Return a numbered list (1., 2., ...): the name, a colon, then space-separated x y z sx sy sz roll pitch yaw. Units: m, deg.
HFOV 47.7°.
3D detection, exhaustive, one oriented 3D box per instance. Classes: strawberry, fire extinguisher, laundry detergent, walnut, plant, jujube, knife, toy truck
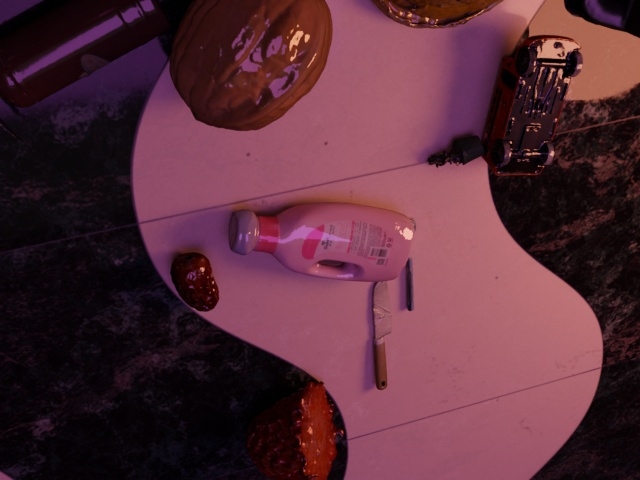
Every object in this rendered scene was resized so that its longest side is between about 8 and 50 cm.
1. strawberry: -0.065 0.409 1.521 0.177 0.234 0.234 -7 126 19
2. fire extinguisher: -0.380 -0.253 1.042 0.343 0.102 0.138 -30 126 0
3. laundry detergent: 0.000 0.000 1.328 0.334 0.088 0.159 5 118 -20
4. walnut: -0.104 -0.279 1.061 0.225 0.225 0.261 37 102 -32
5. plant: 0.248 -0.159 1.338 0.102 0.051 0.051 -20 124 0
6. jujube: -0.225 0.077 1.310 0.077 0.077 0.129 -21 135 -5
7. knife: 0.132 0.194 1.528 0.047 0.017 0.298 -13 119 -13
8. toy truck: 0.366 -0.245 1.288 0.107 0.114 0.253 -1 121 -16

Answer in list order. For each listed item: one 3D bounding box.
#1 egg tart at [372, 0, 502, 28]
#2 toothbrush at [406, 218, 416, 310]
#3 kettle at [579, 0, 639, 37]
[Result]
1. egg tart: 0.214 -0.482 1.091 0.345 0.132 0.346 -7 119 -13
2. toothbrush: 0.182 0.051 1.461 0.019 0.016 0.220 -16 122 -19
3. kettle: 0.611 -0.479 1.184 0.262 0.203 0.308 0 122 -21
